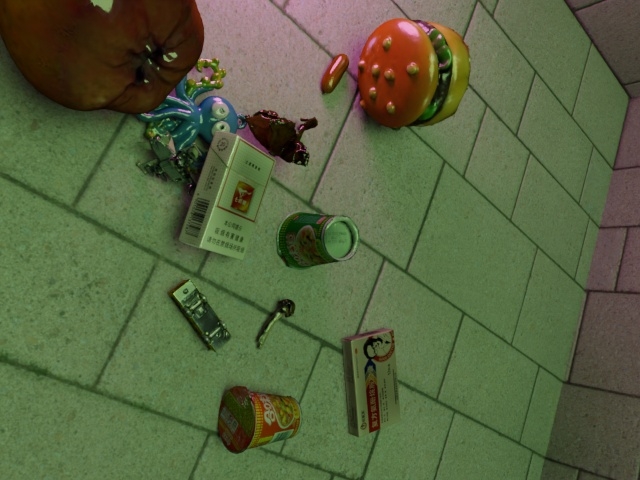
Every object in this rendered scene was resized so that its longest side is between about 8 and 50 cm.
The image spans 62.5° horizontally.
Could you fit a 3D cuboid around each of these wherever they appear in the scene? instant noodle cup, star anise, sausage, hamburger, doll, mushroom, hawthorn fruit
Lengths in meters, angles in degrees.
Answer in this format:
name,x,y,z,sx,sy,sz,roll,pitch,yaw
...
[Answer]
name,x,y,z,sx,sy,sz,roll,pitch,yaw
instant noodle cup,0.000,0.000,1.715,0.207,0.233,0.207,0,89,-36
star anise,-0.106,-0.334,1.657,0.237,0.148,0.346,38,25,5
sausage,0.053,-0.602,1.885,0.062,0.054,0.183,31,71,-2
hamburger,0.315,-0.601,1.879,0.277,0.396,0.395,-11,95,-36
doll,-0.366,-0.367,1.535,0.341,0.099,0.346,-6,96,-37
instant noodle cup,-0.173,0.543,1.616,0.212,0.193,0.193,15,80,-43
mushroom,-0.151,0.268,1.714,0.060,0.061,0.187,43,76,-13
hawthorn fruit,-0.527,-0.525,1.231,0.472,0.472,0.471,1,88,-37

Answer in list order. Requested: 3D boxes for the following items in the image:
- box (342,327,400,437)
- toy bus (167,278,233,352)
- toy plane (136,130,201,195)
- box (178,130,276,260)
name,x,y,z,sx,sy,sz,roll,pitch,yaw
box,0.191,0.519,1.948,0.214,0.069,0.353,-6,91,-37
toy bus,-0.352,0.223,1.544,0.081,0.074,0.226,-44,113,-30
toy plane,-0.398,-0.190,1.486,0.088,0.192,0.262,-83,152,-50
box,-0.265,-0.124,1.532,0.210,0.095,0.330,25,81,-61
